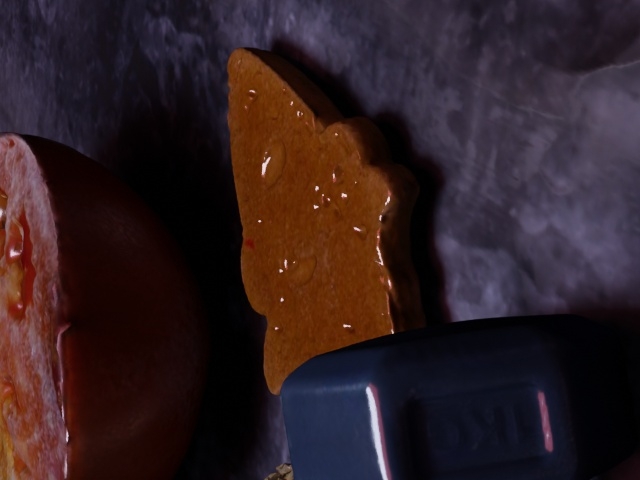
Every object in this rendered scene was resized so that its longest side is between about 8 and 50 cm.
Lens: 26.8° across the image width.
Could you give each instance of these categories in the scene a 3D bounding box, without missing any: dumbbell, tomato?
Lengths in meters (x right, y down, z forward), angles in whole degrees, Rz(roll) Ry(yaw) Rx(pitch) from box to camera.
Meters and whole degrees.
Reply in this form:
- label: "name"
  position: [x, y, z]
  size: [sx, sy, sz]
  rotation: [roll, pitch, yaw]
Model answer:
- label: "dumbbell"
  position: [0.080, 0.193, 0.593]
  size: [0.143, 0.156, 0.316]
  rotation: [-11, 84, 27]
- label: "tomato"
  position: [-0.174, 0.080, 0.972]
  size: [0.338, 0.143, 0.339]
  rotation: [1, 91, 59]

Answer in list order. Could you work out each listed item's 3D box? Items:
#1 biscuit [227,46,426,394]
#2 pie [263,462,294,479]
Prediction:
- label: "biscuit"
  position: [0.000, 0.000, 0.784]
  size: [0.183, 0.043, 0.280]
  rotation: [-52, 47, 42]
- label: "pie"
  position: [-0.006, 0.252, 0.718]
  size: [0.274, 0.055, 0.274]
  rotation: [175, 90, -89]
